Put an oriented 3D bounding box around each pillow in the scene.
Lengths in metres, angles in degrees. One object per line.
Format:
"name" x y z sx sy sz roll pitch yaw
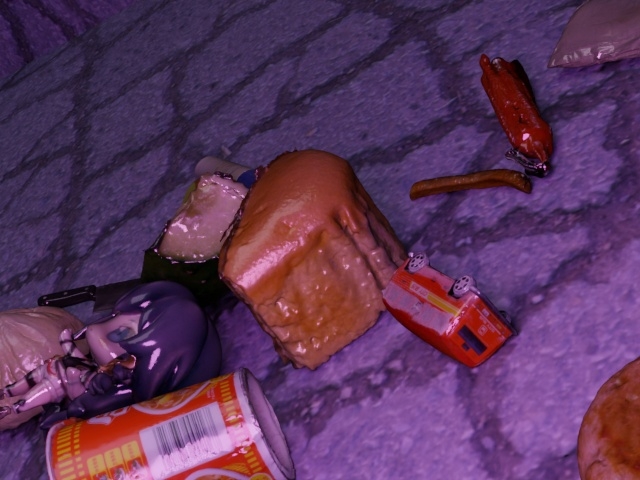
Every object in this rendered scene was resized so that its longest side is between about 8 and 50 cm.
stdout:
"pillow" 0.417 -0.285 1.598 0.230 0.050 0.148 -4 46 47

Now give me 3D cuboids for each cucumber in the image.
"cucumber" -0.155 0.035 1.583 0.145 0.105 0.325 -53 -2 -20

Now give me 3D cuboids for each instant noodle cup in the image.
"instant noodle cup" -0.147 0.230 1.264 0.212 0.193 0.193 -25 27 4

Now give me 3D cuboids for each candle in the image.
"candle" 0.257 -0.162 1.566 0.059 0.084 0.301 -58 22 28

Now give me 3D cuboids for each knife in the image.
"knife" -0.307 0.082 1.800 0.245 0.019 0.072 -12 30 10

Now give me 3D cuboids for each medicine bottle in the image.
"medicine bottle" -0.127 -0.089 1.891 0.059 0.059 0.231 -42 27 -14

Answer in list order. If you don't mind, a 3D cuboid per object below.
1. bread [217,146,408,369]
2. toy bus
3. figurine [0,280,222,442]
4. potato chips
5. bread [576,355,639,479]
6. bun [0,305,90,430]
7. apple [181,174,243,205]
"bread" 0.000 0.000 1.432 0.162 0.204 0.262 -19 33 35
"toy bus" 0.130 0.073 1.301 0.077 0.079 0.174 -49 27 -6
"figurine" -0.243 0.162 1.439 0.265 0.197 0.175 -36 51 2
"potato chips" 0.187 -0.070 1.529 0.204 0.026 0.037 0 55 48
"bread" 0.309 0.155 0.894 0.230 0.123 0.230 -23 26 12
"bun" -0.440 0.167 1.739 0.220 0.134 0.220 -25 24 12
"apple" -0.150 -0.037 1.775 0.114 0.099 0.102 -43 32 47
